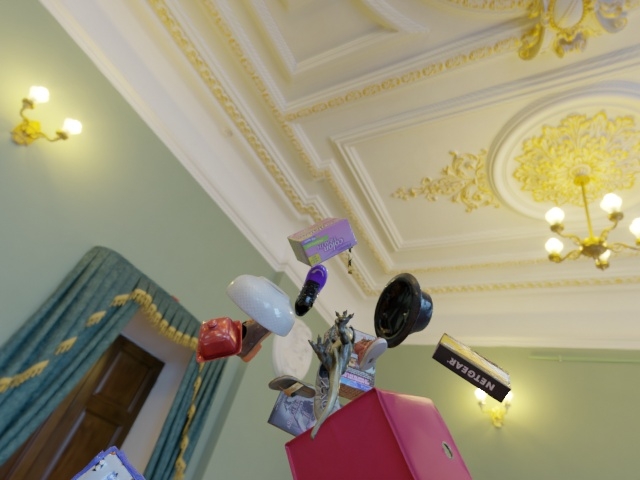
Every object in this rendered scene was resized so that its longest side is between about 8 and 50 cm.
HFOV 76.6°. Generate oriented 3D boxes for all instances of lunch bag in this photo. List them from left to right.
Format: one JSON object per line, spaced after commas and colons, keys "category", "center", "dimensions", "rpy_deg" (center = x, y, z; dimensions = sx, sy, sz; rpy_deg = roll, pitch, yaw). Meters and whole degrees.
{"category": "lunch bag", "center": [-0.727, 0.945, 1.350], "dimensions": [0.328, 0.385, 0.239], "rpy_deg": [42, 1, 16]}

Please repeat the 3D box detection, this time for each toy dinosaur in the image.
{"category": "toy dinosaur", "center": [0.025, 0.200, 0.716], "dimensions": [0.064, 0.268, 0.118], "rpy_deg": [1, -64, 16]}

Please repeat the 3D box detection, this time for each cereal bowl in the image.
{"category": "cereal bowl", "center": [-0.238, 0.256, 1.754], "dimensions": [0.339, 0.141, 0.339], "rpy_deg": [37, -3, 2]}

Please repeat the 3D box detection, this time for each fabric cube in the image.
{"category": "fabric cube", "center": [0.130, 0.483, 0.828], "dimensions": [0.259, 0.254, 0.258], "rpy_deg": [-38, -41, 18]}

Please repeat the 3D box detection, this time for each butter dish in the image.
{"category": "butter dish", "center": [-0.362, 0.322, 1.407], "dimensions": [0.160, 0.160, 0.118], "rpy_deg": [-12, -52, -2]}

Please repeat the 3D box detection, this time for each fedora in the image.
{"category": "fedora", "center": [0.366, 0.306, 1.713], "dimensions": [0.152, 0.334, 0.334], "rpy_deg": [16, -35, -19]}

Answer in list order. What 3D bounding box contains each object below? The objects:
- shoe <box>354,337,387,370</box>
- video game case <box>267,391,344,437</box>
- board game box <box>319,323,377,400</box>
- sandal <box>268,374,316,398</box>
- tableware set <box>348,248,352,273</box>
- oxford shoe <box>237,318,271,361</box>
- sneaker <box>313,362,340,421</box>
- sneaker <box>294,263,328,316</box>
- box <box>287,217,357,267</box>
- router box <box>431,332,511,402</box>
{"category": "shoe", "center": [0.158, 0.350, 1.330], "dimensions": [0.063, 0.081, 0.178], "rpy_deg": [-3, -43, -22]}
{"category": "video game case", "center": [-0.054, 0.706, 1.646], "dimensions": [0.274, 0.196, 0.026], "rpy_deg": [27, -44, 0]}
{"category": "board game box", "center": [0.130, 0.578, 1.927], "dimensions": [0.232, 0.291, 0.141], "rpy_deg": [24, -43, -13]}
{"category": "sandal", "center": [-0.089, 0.504, 1.366], "dimensions": [0.180, 0.049, 0.072], "rpy_deg": [27, -68, -23]}
{"category": "tableware set", "center": [0.142, 0.084, 1.900], "dimensions": [0.024, 0.104, 0.154], "rpy_deg": [2, -68, 4]}
{"category": "oxford shoe", "center": [-0.315, 0.431, 2.061], "dimensions": [0.132, 0.364, 0.130], "rpy_deg": [43, -25, -21]}
{"category": "sneaker", "center": [0.017, 0.584, 1.568], "dimensions": [0.105, 0.281, 0.115], "rpy_deg": [-6, -54, -4]}
{"category": "sneaker", "center": [-0.048, 0.251, 1.939], "dimensions": [0.102, 0.146, 0.293], "rpy_deg": [23, -61, -1]}
{"category": "box", "center": [0.000, 0.000, 1.696], "dimensions": [0.117, 0.213, 0.243], "rpy_deg": [67, -14, -12]}
{"category": "router box", "center": [0.366, 0.304, 0.986], "dimensions": [0.178, 0.046, 0.133], "rpy_deg": [31, 11, 19]}
